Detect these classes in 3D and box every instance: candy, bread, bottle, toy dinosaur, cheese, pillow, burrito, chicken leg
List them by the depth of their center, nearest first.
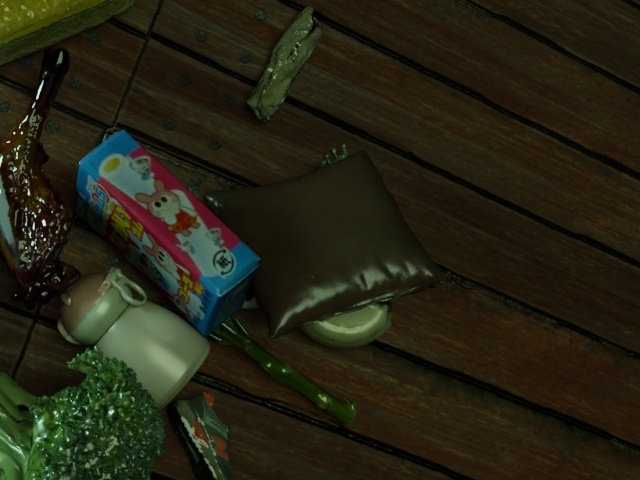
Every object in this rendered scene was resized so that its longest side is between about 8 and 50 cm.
[{"bbox_3d":[-0.441,-0.098,1.871,0.096,0.157,0.407,17,73,-60],"label":"chicken leg"},{"bbox_3d":[-0.241,-0.010,1.891,0.306,0.157,0.100,44,61,10],"label":"candy"},{"bbox_3d":[-0.488,-0.456,1.905,0.333,0.143,0.324,-30,94,-29],"label":"bread"},{"bbox_3d":[-0.301,0.143,1.906,0.236,0.147,0.147,41,69,-7],"label":"bottle"},{"bbox_3d":[0.000,0.000,2.011,0.307,0.108,0.305,-17,55,-19],"label":"pillow"},{"bbox_3d":[-0.011,0.116,2.065,0.248,0.071,0.163,-16,84,-18],"label":"cheese"},{"bbox_3d":[-0.059,-0.304,2.120,0.063,0.058,0.230,31,69,-11],"label":"burrito"},{"bbox_3d":[0.026,-0.121,2.144,0.120,0.029,0.060,-46,109,-23],"label":"toy dinosaur"}]

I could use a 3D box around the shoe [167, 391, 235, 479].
[{"bbox_3d":[-0.170,0.332,1.971,0.077,0.074,0.194,-28,91,-29],"label":"shoe"}]

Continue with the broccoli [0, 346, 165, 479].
[{"bbox_3d":[-0.375,0.328,1.813,0.249,0.302,0.375,20,104,-38],"label":"broccoli"}]

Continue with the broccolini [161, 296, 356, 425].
[{"bbox_3d":[-0.093,0.178,2.039,0.392,0.078,0.074,37,70,-21],"label":"broccolini"}]
